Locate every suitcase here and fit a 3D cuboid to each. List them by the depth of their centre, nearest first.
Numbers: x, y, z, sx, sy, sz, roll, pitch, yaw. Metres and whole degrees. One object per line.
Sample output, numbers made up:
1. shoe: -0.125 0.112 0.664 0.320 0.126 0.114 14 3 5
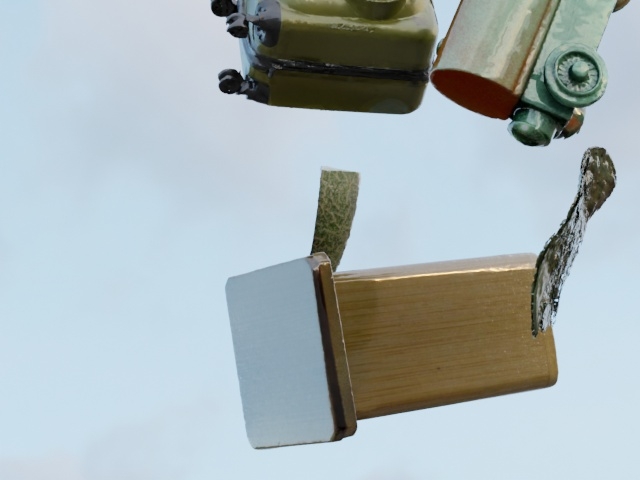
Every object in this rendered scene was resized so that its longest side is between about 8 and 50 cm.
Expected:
1. suitcase: 0.009 -0.238 1.960 0.235 0.194 0.143 4 -51 -10

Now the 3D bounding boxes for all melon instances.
1. melon: 0.002 -0.002 2.260 0.054 0.182 0.098 9 -1 -14

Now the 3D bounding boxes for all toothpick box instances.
1. toothpick box: 0.082 0.104 1.963 0.308 0.187 0.190 -6 -7 -33

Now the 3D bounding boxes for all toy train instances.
1. toy train: 0.216 -0.230 1.823 0.177 0.285 0.116 23 -19 -1

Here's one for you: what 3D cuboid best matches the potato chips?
1. potato chips: 0.233 0.006 1.748 0.026 0.209 0.142 17 -47 18
